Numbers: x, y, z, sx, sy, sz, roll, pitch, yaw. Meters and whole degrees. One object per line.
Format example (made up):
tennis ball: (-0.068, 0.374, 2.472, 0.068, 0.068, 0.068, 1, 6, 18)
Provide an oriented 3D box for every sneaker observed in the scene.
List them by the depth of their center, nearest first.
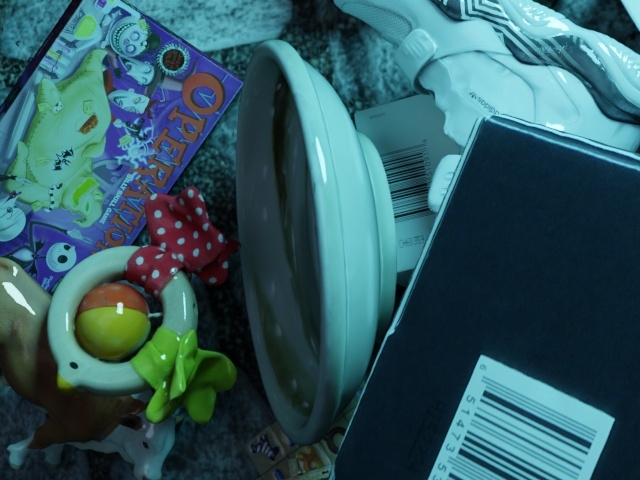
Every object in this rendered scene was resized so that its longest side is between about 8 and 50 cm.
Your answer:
sneaker: (0.125, -0.130, 1.367, 0.366, 0.137, 0.210, 28, 89, 21)

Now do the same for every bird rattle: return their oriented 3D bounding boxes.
bird rattle: (-0.191, 0.072, 1.547, 0.207, 0.143, 0.253, -7, 77, 7)

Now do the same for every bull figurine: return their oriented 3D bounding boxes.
bull figurine: (-0.298, 0.162, 1.643, 0.188, 0.101, 0.310, -40, 90, 22)

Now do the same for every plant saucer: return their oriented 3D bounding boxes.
plant saucer: (0.000, 0.000, 1.459, 0.100, 0.400, 0.400, -5, 78, -13)

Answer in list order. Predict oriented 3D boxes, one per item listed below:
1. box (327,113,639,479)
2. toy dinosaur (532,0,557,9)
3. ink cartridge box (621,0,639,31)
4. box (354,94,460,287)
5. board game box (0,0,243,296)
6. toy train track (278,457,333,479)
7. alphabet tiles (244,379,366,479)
box: (0.268, 0.213, 1.169, 0.297, 0.472, 0.480, 24, 93, 41)
toy dinosaur: (0.223, -0.299, 1.447, 0.121, 0.313, 0.160, 9, 61, 0)
ink cartridge box: (0.408, -0.279, 1.357, 0.270, 0.197, 0.198, -33, 70, 17)
box: (0.147, -0.056, 1.489, 0.182, 0.119, 0.181, -14, 76, 22)
board game box: (-0.269, -0.097, 1.657, 0.347, 0.208, 0.056, -55, 28, 9)
toy train track: (-0.012, 0.252, 1.565, 0.083, 0.014, 0.048, -19, 75, 21)
alphabet tiles: (-0.005, 0.280, 1.571, 0.237, 0.009, 0.198, -38, 69, 15)
